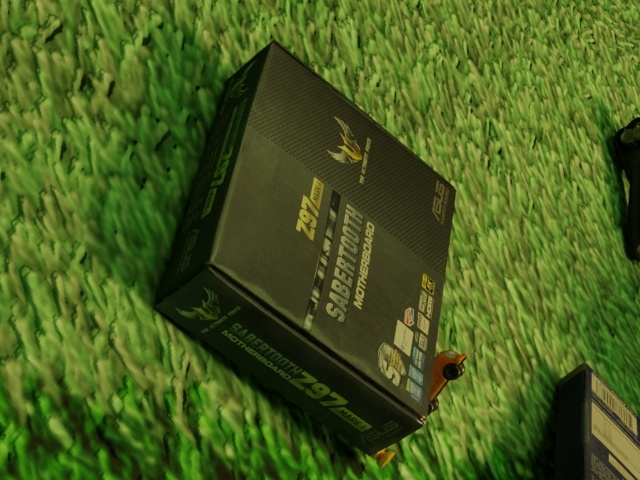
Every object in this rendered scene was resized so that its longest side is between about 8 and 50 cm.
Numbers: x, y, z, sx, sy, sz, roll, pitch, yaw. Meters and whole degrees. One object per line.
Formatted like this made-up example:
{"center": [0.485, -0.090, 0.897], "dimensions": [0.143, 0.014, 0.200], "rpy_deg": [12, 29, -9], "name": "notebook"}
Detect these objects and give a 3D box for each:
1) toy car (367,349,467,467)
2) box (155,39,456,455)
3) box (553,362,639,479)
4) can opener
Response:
{"center": [0.059, 0.104, 1.003], "dimensions": [0.040, 0.060, 0.122], "rpy_deg": [37, 25, 11], "name": "toy car"}
{"center": [0.000, 0.000, 0.978], "dimensions": [0.183, 0.059, 0.232], "rpy_deg": [37, 39, -21], "name": "box"}
{"center": [0.236, 0.202, 1.141], "dimensions": [0.136, 0.036, 0.225], "rpy_deg": [46, 23, -11], "name": "box"}
{"center": [0.337, -0.057, 1.500], "dimensions": [0.073, 0.059, 0.186], "rpy_deg": [40, 38, -31], "name": "can opener"}
